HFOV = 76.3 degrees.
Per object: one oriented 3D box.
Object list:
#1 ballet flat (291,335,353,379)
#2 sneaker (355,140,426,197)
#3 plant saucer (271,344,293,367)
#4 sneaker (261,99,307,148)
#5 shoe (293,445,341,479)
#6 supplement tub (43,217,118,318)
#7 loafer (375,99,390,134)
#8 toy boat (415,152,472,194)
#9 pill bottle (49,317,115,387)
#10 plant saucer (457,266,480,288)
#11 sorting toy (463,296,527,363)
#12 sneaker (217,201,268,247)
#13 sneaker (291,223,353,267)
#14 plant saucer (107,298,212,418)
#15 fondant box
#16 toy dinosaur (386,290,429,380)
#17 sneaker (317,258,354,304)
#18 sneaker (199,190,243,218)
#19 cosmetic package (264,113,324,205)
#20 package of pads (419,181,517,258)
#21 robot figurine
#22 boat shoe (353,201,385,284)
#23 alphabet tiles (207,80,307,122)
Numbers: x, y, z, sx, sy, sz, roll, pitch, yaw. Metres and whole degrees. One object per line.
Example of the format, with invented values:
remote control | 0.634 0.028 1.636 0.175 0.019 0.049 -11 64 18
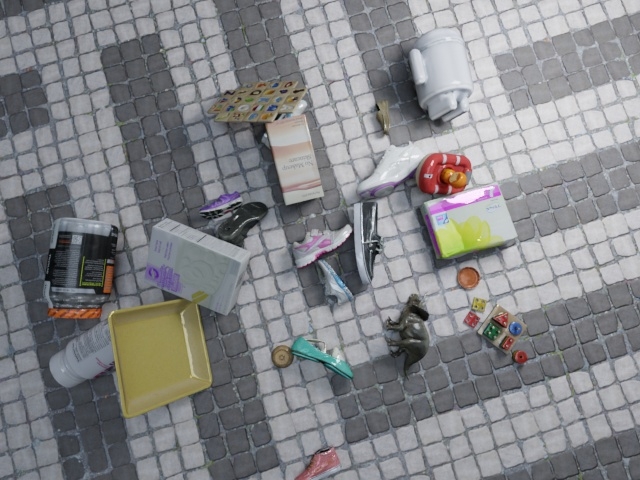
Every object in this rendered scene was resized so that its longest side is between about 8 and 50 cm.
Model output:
ballet flat | 0.018 0.412 1.462 0.248 0.083 0.087 24 70 1
sneaker | 0.255 -0.265 1.538 0.305 0.114 0.152 -29 72 -9
plant saucer | -0.140 0.426 1.492 0.084 0.015 0.083 0 84 1
sneaker | -0.122 -0.439 1.567 0.092 0.087 0.228 41 92 -2
shoe | -0.021 0.789 1.426 0.178 0.063 0.081 -20 82 -7
supplement tub | -0.846 0.099 1.441 0.208 0.207 0.337 4 82 1
loafer | 0.241 -0.475 1.580 0.050 0.056 0.147 -3 73 1
toy boat | 0.461 -0.228 1.460 0.231 0.151 0.150 -1 113 -23
pill bottle | -0.774 0.381 1.429 0.283 0.160 0.160 -31 84 -3
plant saucer | 0.553 0.139 1.521 0.084 0.013 0.083 0 83 1
sorting toy | 0.660 0.318 1.483 0.275 0.046 0.132 38 85 5
sneaker | -0.292 -0.054 1.524 0.087 0.130 0.227 38 57 9
sneaker | 0.000 0.000 1.498 0.253 0.103 0.111 -30 85 -4
plant saucer | -0.552 0.382 1.389 0.081 0.333 0.332 -17 82 36
fondant box | -0.438 0.094 1.442 0.331 0.096 0.238 22 115 4
toy dinosaur | 0.322 0.342 1.447 0.161 0.121 0.312 -6 79 13
sneaker | 0.037 0.156 1.498 0.083 0.071 0.190 -37 84 2
sneaker | -0.380 -0.136 1.547 0.170 0.068 0.071 -23 68 -11
cosmetic package | -0.095 -0.289 1.481 0.153 0.129 0.295 -16 100 -4
package of pads | 0.544 -0.065 1.502 0.297 0.101 0.228 -17 83 -1
robot figurine | 0.448 -0.629 1.521 0.300 0.200 0.352 -3 81 -37
boat shoe | 0.185 0.007 1.492 0.105 0.113 0.305 -6 74 14
alphabet tiles | -0.233 -0.514 1.503 0.343 0.011 0.285 5 48 17
